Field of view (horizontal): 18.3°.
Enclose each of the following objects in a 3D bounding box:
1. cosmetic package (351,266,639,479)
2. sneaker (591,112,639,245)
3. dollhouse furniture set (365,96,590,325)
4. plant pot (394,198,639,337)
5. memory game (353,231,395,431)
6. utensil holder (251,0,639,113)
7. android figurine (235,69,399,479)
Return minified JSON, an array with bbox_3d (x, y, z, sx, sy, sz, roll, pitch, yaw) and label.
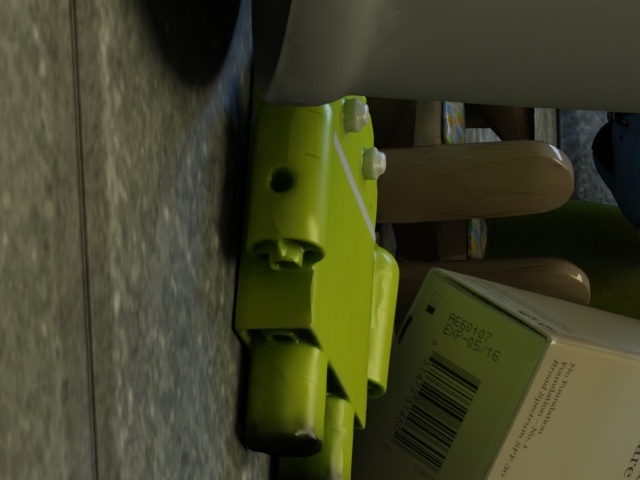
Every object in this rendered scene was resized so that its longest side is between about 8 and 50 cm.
[{"bbox_3d":[0.168,0.130,1.346,0.309,0.113,0.160,13,104,-49],"label":"cosmetic package"},{"bbox_3d":[0.271,-0.077,1.401,0.147,0.130,0.330,49,-20,1],"label":"sneaker"},{"bbox_3d":[0.154,-0.195,1.370,0.394,0.256,0.362,71,19,-53],"label":"dollhouse furniture set"},{"bbox_3d":[0.261,0.123,1.649,0.366,0.353,0.366,-2,90,-79],"label":"plant pot"},{"bbox_3d":[0.033,0.080,1.374,0.186,0.012,0.186,-2,90,-79],"label":"memory game"},{"bbox_3d":[0.173,-0.216,0.952,0.327,0.385,0.328,-177,-90,-82],"label":"utensil holder"},{"bbox_3d":[0.000,0.000,1.113,0.248,0.056,0.273,66,26,-62],"label":"android figurine"}]
